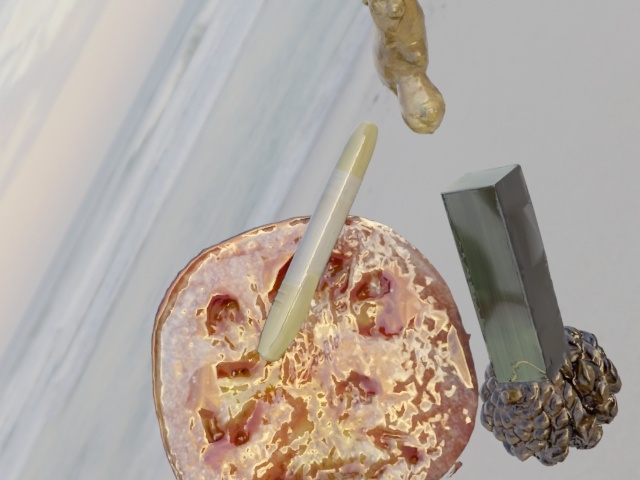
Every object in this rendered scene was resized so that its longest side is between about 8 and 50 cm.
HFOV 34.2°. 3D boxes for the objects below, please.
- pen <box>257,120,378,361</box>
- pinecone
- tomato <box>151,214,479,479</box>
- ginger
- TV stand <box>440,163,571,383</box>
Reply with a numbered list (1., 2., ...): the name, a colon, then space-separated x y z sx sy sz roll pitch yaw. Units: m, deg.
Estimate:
1. pen: 0.000 0.000 0.925 0.233 0.032 0.040 -67 24 -4
2. pinecone: 0.399 0.250 1.778 0.257 0.243 0.243 -34 -9 -40
3. tomato: -0.011 0.138 1.076 0.143 0.338 0.338 112 -178 -75
4. ginger: 0.051 -0.194 0.838 0.176 0.052 0.193 50 -158 -69
5. TV stand: 0.242 0.046 1.340 0.083 0.269 0.088 -8 17 35
